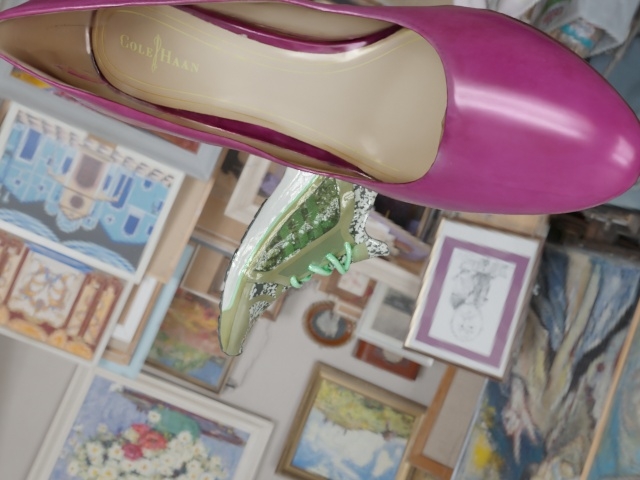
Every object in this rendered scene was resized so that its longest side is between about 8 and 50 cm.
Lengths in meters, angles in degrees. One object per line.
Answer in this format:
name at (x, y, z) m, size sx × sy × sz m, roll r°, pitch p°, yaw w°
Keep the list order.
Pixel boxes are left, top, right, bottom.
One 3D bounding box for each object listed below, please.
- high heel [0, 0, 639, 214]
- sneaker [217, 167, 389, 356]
high heel at (-0.021, -0.081, 0.416) m, size 0.377 × 0.127 × 0.181 m, roll 19°, pitch -154°, yaw 34°
sneaker at (0.000, 0.000, 0.967) m, size 0.182 × 0.410 × 0.158 m, roll 31°, pitch -173°, yaw 0°
